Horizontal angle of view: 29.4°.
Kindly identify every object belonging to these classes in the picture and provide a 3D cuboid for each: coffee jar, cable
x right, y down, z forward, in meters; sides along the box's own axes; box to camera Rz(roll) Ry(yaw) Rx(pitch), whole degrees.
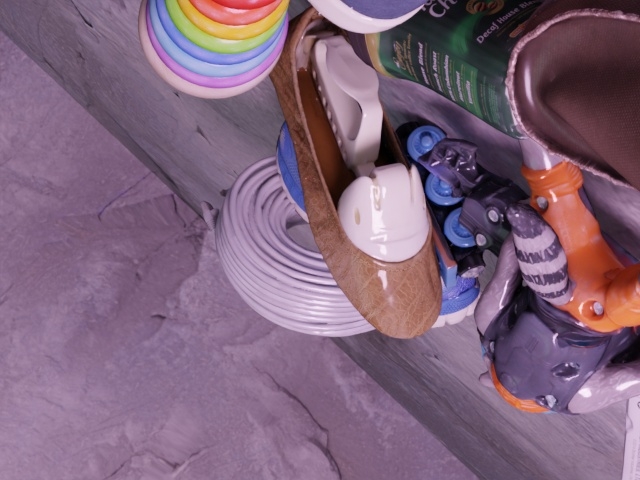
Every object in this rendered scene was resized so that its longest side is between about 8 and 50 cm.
[{"bbox_3d":[0.106,-0.149,0.907,0.184,0.096,0.079,32,152,41],"label":"coffee jar"},{"bbox_3d":[0.000,0.000,1.491,0.089,0.257,0.257,106,152,-43],"label":"cable"}]

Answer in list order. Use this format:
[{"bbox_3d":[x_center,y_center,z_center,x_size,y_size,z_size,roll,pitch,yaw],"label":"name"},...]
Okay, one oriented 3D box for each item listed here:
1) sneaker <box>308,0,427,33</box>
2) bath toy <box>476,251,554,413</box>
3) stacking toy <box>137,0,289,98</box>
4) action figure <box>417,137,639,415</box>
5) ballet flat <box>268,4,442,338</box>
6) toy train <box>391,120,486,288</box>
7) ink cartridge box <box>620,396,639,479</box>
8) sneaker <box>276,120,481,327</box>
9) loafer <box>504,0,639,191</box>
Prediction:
[{"bbox_3d":[-0.029,-0.298,0.788,0.350,0.131,0.148,43,157,-11],"label":"sneaker"},{"bbox_3d":[0.240,0.091,1.287,0.151,0.129,0.348,5,161,8],"label":"bath toy"},{"bbox_3d":[-0.076,-0.214,1.013,0.141,0.141,0.330,43,170,-5],"label":"stacking toy"},{"bbox_3d":[0.172,0.019,1.014,0.341,0.178,0.330,39,150,27],"label":"action figure"},{"bbox_3d":[0.039,-0.079,1.152,0.124,0.116,0.342,123,133,-63],"label":"ballet flat"},{"bbox_3d":[0.099,-0.034,1.242,0.080,0.105,0.184,71,177,-70],"label":"toy train"},{"bbox_3d":[0.420,0.211,1.080,0.311,0.065,0.186,26,143,33],"label":"ink cartridge box"},{"bbox_3d":[0.070,-0.057,1.387,0.330,0.130,0.147,44,147,31],"label":"sneaker"},{"bbox_3d":[0.231,-0.058,0.664,0.366,0.130,0.134,24,136,45],"label":"loafer"}]
